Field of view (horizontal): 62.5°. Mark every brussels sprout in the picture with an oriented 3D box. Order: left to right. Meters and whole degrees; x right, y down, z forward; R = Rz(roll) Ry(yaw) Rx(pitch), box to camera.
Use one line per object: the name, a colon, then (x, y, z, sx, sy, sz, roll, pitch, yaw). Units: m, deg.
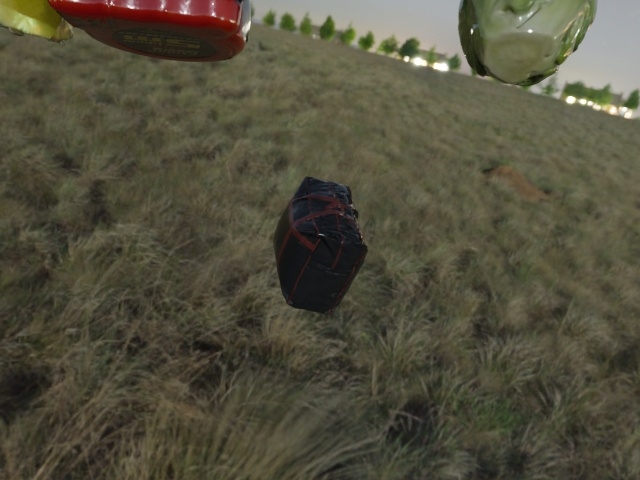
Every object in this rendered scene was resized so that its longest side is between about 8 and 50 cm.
brussels sprout: (0.439, -0.485, 1.151, 0.282, 0.289, 0.354, 28, 51, -5)

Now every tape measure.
tape measure: (-0.225, -0.332, 0.738, 0.254, 0.113, 0.260, 4, 6, -8)

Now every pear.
pear: (-0.432, -0.404, 0.724, 0.267, 0.178, 0.267, 34, 15, -10)

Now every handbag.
handbag: (0.000, 0.000, 0.957, 0.155, 0.169, 0.215, 10, 35, -16)
